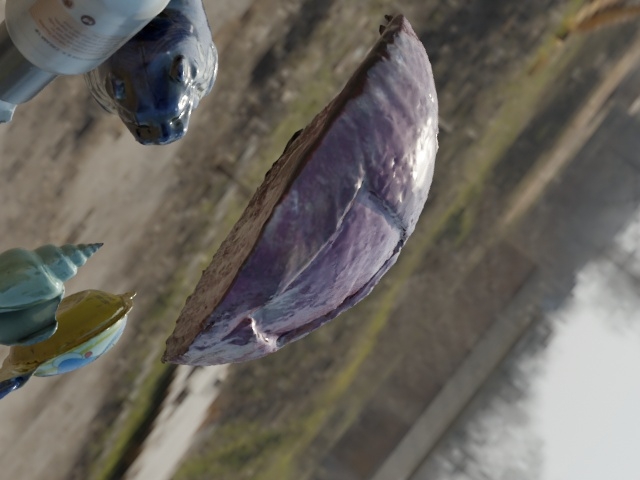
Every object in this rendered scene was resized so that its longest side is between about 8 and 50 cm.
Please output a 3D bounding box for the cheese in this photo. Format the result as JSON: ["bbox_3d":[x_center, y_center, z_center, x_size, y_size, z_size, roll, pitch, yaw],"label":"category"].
[{"bbox_3d":[-0.322,0.126,1.949,0.177,0.069,0.270,-12,-162,43],"label":"cheese"}]

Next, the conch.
[{"bbox_3d":[-0.286,0.048,1.589,0.180,0.088,0.065,-26,-148,-3],"label":"conch"}]

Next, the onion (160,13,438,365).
[{"bbox_3d":[0.000,0.000,1.143,0.250,0.111,0.247,-46,-167,51],"label":"onion"}]

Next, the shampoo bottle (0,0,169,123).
[{"bbox_3d":[-0.162,-0.134,1.020,0.192,0.074,0.074,-30,-167,49],"label":"shampoo bottle"}]

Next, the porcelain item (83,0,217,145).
[{"bbox_3d":[-0.160,-0.225,1.414,0.186,0.138,0.288,-99,-175,-70],"label":"porcelain item"}]
